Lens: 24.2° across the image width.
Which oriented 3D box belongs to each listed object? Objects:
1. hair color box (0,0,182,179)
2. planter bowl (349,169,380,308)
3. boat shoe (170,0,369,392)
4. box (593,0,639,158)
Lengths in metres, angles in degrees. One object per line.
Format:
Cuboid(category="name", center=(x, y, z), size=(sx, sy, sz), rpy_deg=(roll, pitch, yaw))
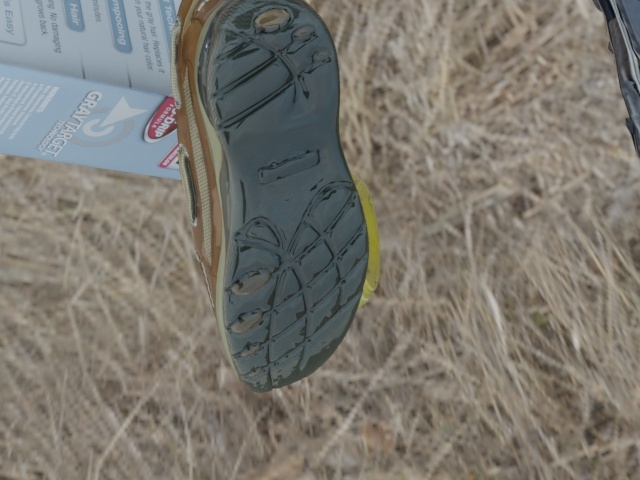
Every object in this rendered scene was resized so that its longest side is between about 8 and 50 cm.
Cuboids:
Cuboid(category="hair color box", center=(-0.238, -0.169, 1.140), size=(0.374, 0.185, 0.113), rpy_deg=(7, 145, -34))
Cuboid(category="planter bowl", center=(0.000, 0.000, 1.319), size=(0.090, 0.217, 0.217), rpy_deg=(-7, 115, 14))
Cuboid(category="boat shoe", center=(-0.043, -0.045, 1.083), size=(0.122, 0.120, 0.324), rpy_deg=(-16, 125, -23))
Cuboid(category="box", center=(0.233, -0.314, 0.298), size=(0.479, 0.297, 0.472), rpy_deg=(-13, 134, 18))
